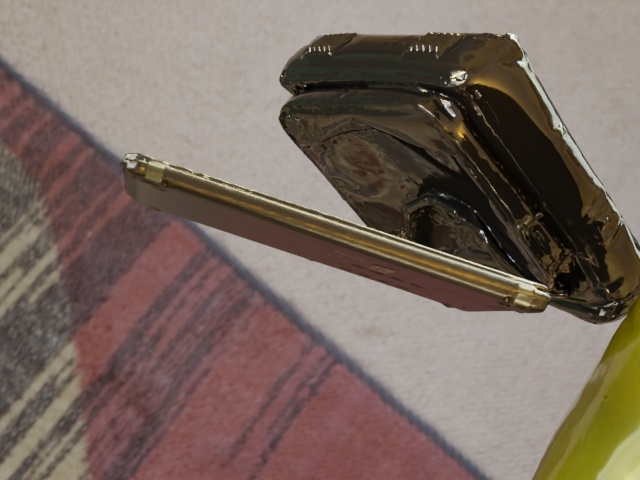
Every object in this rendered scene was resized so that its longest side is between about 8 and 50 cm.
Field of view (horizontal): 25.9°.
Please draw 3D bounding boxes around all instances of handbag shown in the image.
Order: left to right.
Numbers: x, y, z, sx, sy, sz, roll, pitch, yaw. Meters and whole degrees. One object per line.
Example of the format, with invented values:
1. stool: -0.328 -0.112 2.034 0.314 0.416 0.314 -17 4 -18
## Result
1. handbag: 0.096 -0.045 1.019 0.088 0.275 0.244 -47 116 -19

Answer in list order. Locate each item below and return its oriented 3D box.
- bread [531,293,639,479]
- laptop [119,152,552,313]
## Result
1. bread: 0.233 0.136 0.735 0.251 0.208 0.376 23 105 -28
2. laptop: 0.000 0.000 0.605 0.180 0.129 0.016 19 85 -6
